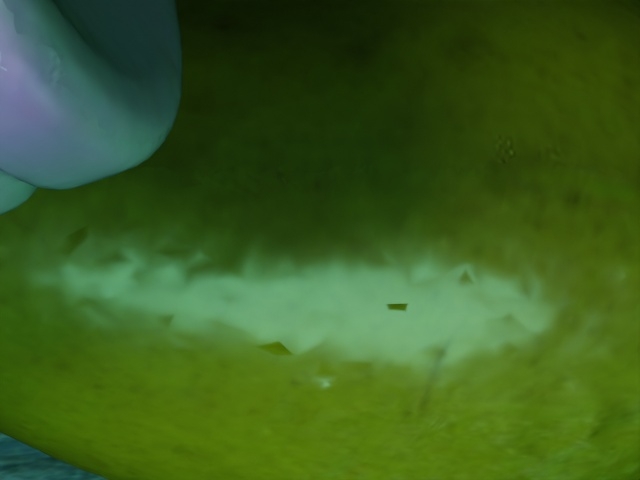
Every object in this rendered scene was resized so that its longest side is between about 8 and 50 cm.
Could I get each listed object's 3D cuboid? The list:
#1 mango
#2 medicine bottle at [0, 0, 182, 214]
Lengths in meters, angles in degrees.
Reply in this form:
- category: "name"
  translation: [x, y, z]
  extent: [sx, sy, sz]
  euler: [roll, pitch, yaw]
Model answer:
- category: "mango"
  translation: [0.000, 0.000, 0.719]
  extent: [0.445, 0.220, 0.301]
  euler: [9, 148, -29]
- category: "medicine bottle"
  translation: [-0.225, -0.070, 0.510]
  extent: [0.325, 0.212, 0.212]
  euler: [-18, 151, 12]
